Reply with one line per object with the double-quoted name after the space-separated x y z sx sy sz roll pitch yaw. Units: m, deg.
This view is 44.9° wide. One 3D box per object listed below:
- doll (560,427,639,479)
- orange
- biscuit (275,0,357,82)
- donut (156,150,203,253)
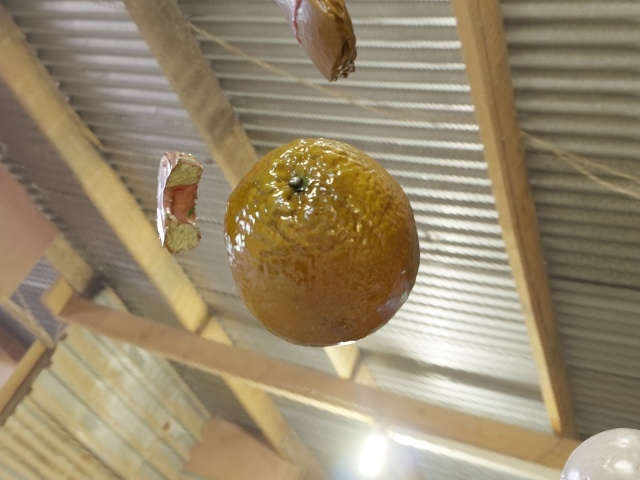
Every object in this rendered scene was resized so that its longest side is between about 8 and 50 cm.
0.250 0.309 0.779 0.151 0.287 0.151 55 -10 15 "doll"
0.000 0.000 1.229 0.322 0.322 0.357 15 -26 24 "orange"
-0.038 -0.322 0.893 0.277 0.052 0.262 61 -3 -1 "biscuit"
-0.222 -0.069 1.218 0.065 0.117 0.166 0 -62 -21 "donut"
